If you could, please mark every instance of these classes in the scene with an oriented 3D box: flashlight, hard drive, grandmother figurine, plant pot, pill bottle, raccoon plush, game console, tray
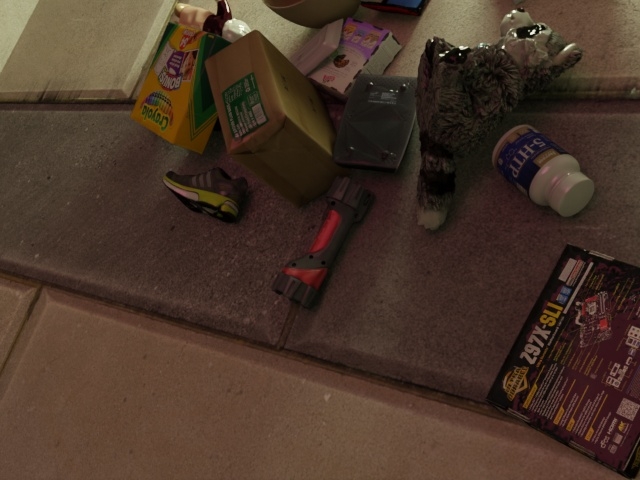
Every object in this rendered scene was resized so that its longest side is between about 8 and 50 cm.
[{"bbox_3d":[0.000,0.000,1.667,0.103,0.103,0.304,18,79,44],"label":"flashlight"},{"bbox_3d":[0.136,-0.271,1.712,0.172,0.054,0.254,8,64,18],"label":"hard drive"},{"bbox_3d":[-0.334,-0.661,2.289,0.342,0.104,0.207,29,112,40],"label":"grandmother figurine"},{"bbox_3d":[0.003,-0.680,1.979,0.284,0.191,0.284,-18,56,28],"label":"plant pot"},{"bbox_3d":[0.428,-0.132,1.416,0.112,0.112,0.186,-45,48,7],"label":"pill bottle"},{"bbox_3d":[0.356,-0.250,1.534,0.299,0.446,0.216,1,27,-7],"label":"raccoon plush"},{"bbox_3d":[0.195,-0.624,1.882,0.144,0.124,0.085,22,107,42],"label":"game console"},{"bbox_3d":[-0.047,-0.474,1.945,0.270,0.030,0.145,-34,33,36],"label":"tray"}]

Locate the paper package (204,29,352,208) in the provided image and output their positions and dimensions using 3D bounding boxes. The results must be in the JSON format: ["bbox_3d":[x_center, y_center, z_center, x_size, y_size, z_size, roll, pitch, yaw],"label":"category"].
[{"bbox_3d":[-0.102,-0.288,1.760,0.168,0.309,0.324,-32,53,19],"label":"paper package"}]

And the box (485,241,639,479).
[{"bbox_3d":[0.465,0.190,1.234,0.257,0.079,0.322,23,80,44],"label":"box"}]

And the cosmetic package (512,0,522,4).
[{"bbox_3d":[0.483,-0.702,1.676,0.224,0.138,0.224,-30,53,21],"label":"cosmetic package"}]

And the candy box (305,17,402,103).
[{"bbox_3d":[0.082,-0.453,1.877,0.165,0.070,0.196,36,89,43],"label":"candy box"}]

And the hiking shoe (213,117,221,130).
[{"bbox_3d":[-0.247,-0.411,2.086,0.227,0.086,0.114,-30,55,21],"label":"hiking shoe"}]

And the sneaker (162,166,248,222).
[{"bbox_3d":[-0.304,-0.140,1.981,0.300,0.111,0.121,22,70,36],"label":"sneaker"}]

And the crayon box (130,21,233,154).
[{"bbox_3d":[-0.393,-0.446,2.123,0.363,0.106,0.313,32,100,52],"label":"crayon box"}]

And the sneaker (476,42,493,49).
[{"bbox_3d":[0.312,-0.347,1.647,0.229,0.087,0.092,-38,40,5],"label":"sneaker"}]
